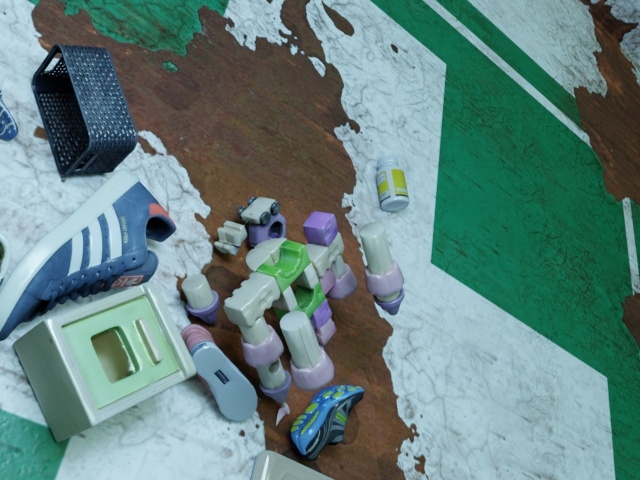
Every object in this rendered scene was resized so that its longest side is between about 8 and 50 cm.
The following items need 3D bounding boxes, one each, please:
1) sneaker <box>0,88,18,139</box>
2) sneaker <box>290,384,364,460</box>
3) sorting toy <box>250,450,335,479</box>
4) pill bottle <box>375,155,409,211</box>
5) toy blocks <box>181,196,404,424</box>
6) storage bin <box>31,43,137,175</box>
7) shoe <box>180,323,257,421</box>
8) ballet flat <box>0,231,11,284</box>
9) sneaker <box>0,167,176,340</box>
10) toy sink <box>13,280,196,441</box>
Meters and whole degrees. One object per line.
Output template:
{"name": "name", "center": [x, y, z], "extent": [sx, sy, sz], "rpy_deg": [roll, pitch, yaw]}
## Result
{"name": "sneaker", "center": [-0.496, -0.215, 1.103], "extent": [0.135, 0.052, 0.058], "rpy_deg": [57, 24, -19]}
{"name": "sneaker", "center": [0.015, 0.314, 1.287], "extent": [0.188, 0.067, 0.078], "rpy_deg": [-37, 116, -49]}
{"name": "sorting toy", "center": [-0.034, 0.461, 1.175], "extent": [0.208, 0.038, 0.193], "rpy_deg": [30, 50, -22]}
{"name": "pill bottle", "center": [0.159, -0.129, 1.650], "extent": [0.065, 0.065, 0.116], "rpy_deg": [11, 61, -39]}
{"name": "toy blocks", "center": [-0.041, 0.122, 1.256], "extent": [0.288, 0.309, 0.260], "rpy_deg": [-48, 136, -34]}
{"name": "storage bin", "center": [-0.372, -0.204, 1.158], "extent": [0.084, 0.122, 0.180], "rpy_deg": [-11, 76, -45]}
{"name": "shoe", "center": [-0.162, 0.208, 1.170], "extent": [0.063, 0.081, 0.178], "rpy_deg": [-34, 126, -9]}
{"name": "ballet flat", "center": [-0.492, 0.129, 0.860], "extent": [0.139, 0.139, 0.400], "rpy_deg": [38, 47, -21]}
{"name": "sneaker", "center": [-0.327, 0.038, 1.061], "extent": [0.148, 0.131, 0.350], "rpy_deg": [43, 45, -10]}
{"name": "toy sink", "center": [-0.277, 0.156, 1.043], "extent": [0.234, 0.131, 0.152], "rpy_deg": [-20, 83, -47]}
